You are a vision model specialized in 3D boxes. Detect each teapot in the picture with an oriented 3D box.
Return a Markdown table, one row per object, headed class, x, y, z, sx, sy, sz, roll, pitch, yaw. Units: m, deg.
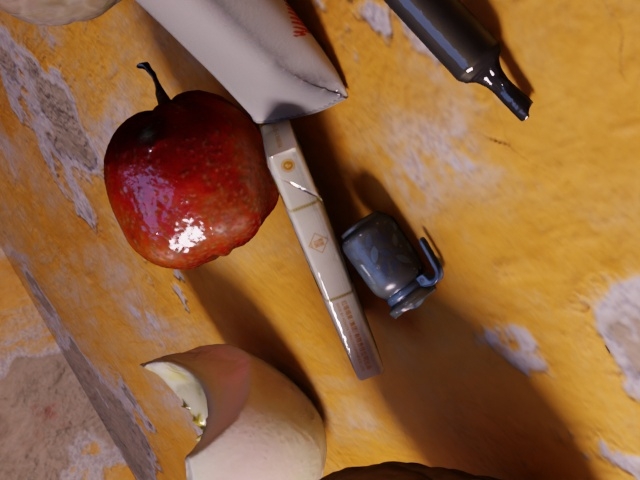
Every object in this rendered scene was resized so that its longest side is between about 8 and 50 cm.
| class | x | y | z | sx | sy | sz | roll | pitch | yaw |
| --- | --- | --- | --- | --- | --- | --- | --- | --- | --- |
| teapot | 0.061 | 0.014 | 0.924 | 0.083 | 0.063 | 0.049 | 54 | -167 | 6 |

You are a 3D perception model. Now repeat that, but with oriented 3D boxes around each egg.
| class | x | y | z | sx | sy | sz | roll | pitch | yaw |
| --- | --- | --- | --- | --- | --- | --- | --- | --- | --- |
| egg | -0.078 | 0.220 | 1.307 | 0.206 | 0.162 | 0.271 | 36 | -152 | -34 |

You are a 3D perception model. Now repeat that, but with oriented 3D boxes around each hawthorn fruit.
| class | x | y | z | sx | sy | sz | roll | pitch | yaw |
| --- | --- | --- | --- | --- | --- | --- | --- | --- | --- |
| hawthorn fruit | -0.126 | -0.072 | 1.048 | 0.157 | 0.157 | 0.194 | 8 | 122 | 61 |

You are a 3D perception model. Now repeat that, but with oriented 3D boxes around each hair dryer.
| class | x | y | z | sx | sy | sz | roll | pitch | yaw |
| --- | --- | --- | --- | --- | --- | --- | --- | --- | --- |
| hair dryer | 0.038 | -0.162 | 0.725 | 0.248 | 0.078 | 0.195 | 49 | 169 | -1 |

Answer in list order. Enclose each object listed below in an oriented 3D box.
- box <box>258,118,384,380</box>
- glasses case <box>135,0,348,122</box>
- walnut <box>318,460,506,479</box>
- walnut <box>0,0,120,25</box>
| class | x | y | z | sx | sy | sz | roll | pitch | yaw |
| --- | --- | --- | --- | --- | --- | --- | --- | --- | --- |
| box | -0.001 | 0.000 | 0.984 | 0.122 | 0.032 | 0.220 | -107 | -4 | -65 |
| glasses case | -0.091 | -0.197 | 0.835 | 0.128 | 0.083 | 0.308 | 10 | 160 | 40 |
| walnut | 0.096 | 0.312 | 0.937 | 0.313 | 0.277 | 0.251 | -169 | 83 | -66 |
| walnut | -0.222 | -0.281 | 0.931 | 0.224 | 0.224 | 0.224 | 45 | 153 | 30 |
